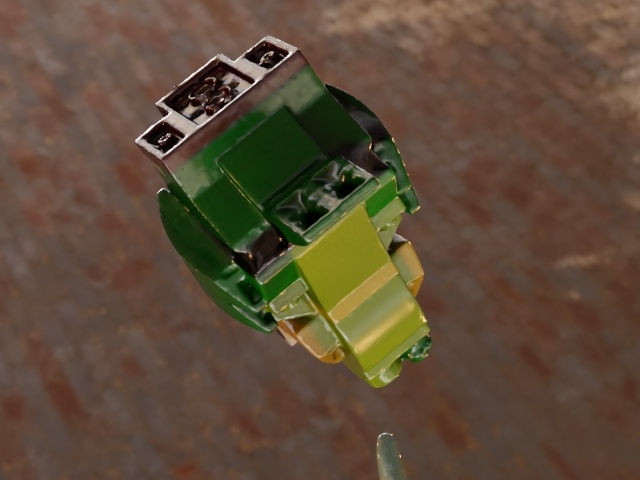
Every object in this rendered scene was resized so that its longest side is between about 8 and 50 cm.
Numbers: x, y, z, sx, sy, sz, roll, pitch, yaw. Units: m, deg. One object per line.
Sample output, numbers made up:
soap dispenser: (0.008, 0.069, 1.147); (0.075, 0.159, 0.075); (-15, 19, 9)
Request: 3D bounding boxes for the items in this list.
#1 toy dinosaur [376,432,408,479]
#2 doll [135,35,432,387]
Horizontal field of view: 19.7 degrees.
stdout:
toy dinosaur: (0.066, 0.135, 0.466); (0.106, 0.044, 0.187); (-2, -111, -55)
doll: (-0.005, -0.005, 0.830); (0.106, 0.186, 0.134); (-41, -124, -9)
